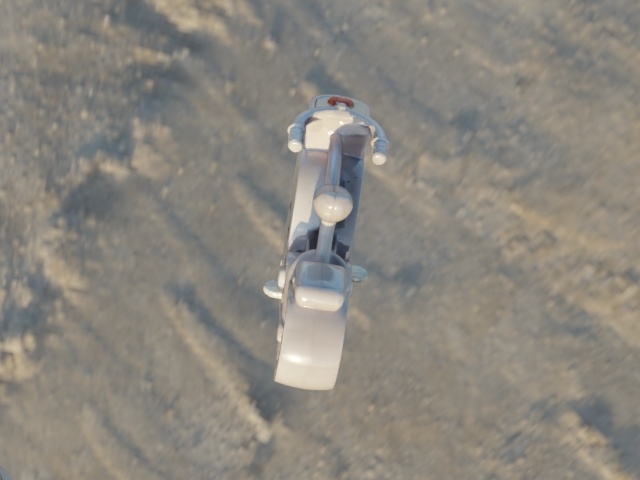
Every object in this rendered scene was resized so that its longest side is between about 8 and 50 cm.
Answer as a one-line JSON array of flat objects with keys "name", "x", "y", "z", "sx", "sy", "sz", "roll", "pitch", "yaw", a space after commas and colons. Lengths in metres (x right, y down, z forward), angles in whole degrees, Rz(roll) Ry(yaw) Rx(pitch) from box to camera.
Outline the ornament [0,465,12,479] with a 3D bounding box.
[{"name": "ornament", "x": -0.400, "y": 0.255, "z": 1.433, "sx": 0.337, "sy": 0.337, "sz": 0.337, "roll": 5, "pitch": 66, "yaw": -11}]

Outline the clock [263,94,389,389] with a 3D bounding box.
[{"name": "clock", "x": 0.000, "y": 0.000, "z": 0.748, "sx": 0.041, "sy": 0.087, "sz": 0.129, "roll": 9, "pitch": 38, "yaw": -3}]
